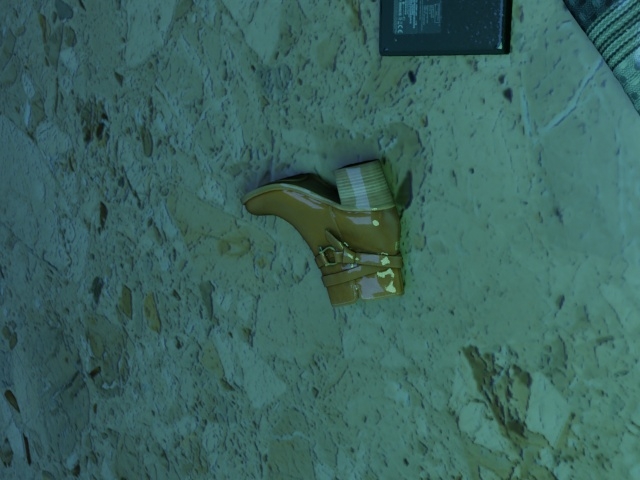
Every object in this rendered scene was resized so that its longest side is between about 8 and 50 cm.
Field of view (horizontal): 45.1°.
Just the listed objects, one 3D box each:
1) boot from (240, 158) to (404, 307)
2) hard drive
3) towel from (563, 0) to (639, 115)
[{"bbox_3d":[0.000,0.000,0.861,0.197,0.073,0.153,-7,100,38],"label":"boot"},{"bbox_3d":[0.121,-0.230,0.755,0.135,0.022,0.094,8,104,34],"label":"hard drive"},{"bbox_3d":[0.313,-0.310,0.596,0.324,0.056,0.312,-37,75,37],"label":"towel"}]
